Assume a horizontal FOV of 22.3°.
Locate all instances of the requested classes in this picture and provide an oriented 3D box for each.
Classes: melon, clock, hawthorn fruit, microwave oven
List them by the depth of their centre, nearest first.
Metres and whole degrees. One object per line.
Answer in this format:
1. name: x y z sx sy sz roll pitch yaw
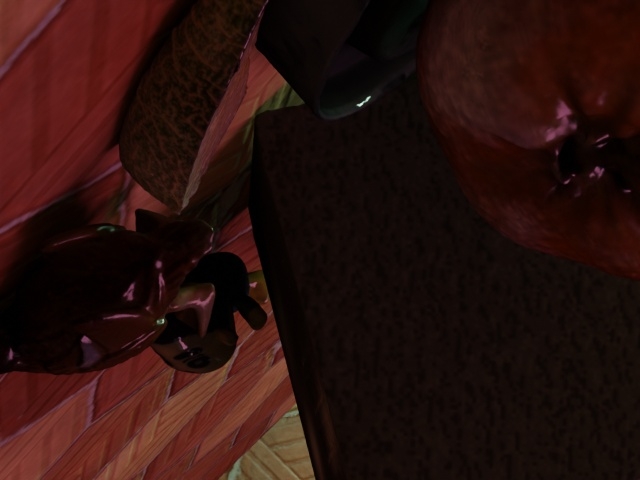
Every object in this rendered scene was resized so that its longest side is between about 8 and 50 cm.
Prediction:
1. melon: -0.052 -0.094 0.844 0.098 0.054 0.182 -49 175 -27
2. hawthorn fruit: 0.187 -0.099 0.892 0.263 0.235 0.231 -26 -167 -22
3. clock: 0.087 -0.204 0.954 0.319 0.066 0.319 -46 172 -8
4. microwave oven: 0.193 0.047 1.192 0.432 0.374 0.236 -13 167 -7

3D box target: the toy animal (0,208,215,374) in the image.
1. toy animal: -0.138 0.036 0.926 0.179 0.089 0.188 -23 174 -37

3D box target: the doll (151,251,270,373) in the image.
1. doll: -0.093 0.057 1.277 0.179 0.102 0.088 -15 106 -67

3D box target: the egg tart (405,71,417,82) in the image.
1. egg tart: 0.158 -0.179 1.336 0.279 0.095 0.279 -43 172 -8
